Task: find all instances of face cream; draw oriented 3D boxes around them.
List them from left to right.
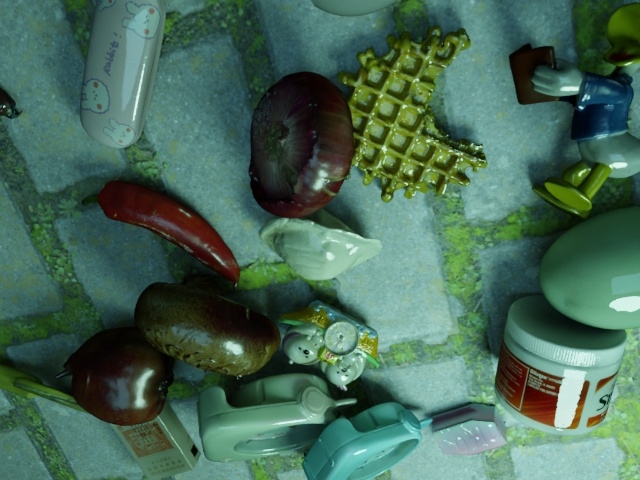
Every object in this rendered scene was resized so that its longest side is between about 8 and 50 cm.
[{"bbox_3d":[0.440,0.228,0.952,0.201,0.201,0.187,4,112,6],"label":"face cream"}]

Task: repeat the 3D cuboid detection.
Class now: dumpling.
[{"bbox_3d":[-0.004,-0.001,0.952,0.215,0.126,0.166,33,157,9],"label":"dumpling"}]

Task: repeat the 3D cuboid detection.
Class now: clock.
[{"bbox_3d":[-0.091,0.372,1.079,0.324,0.109,0.265,-5,145,-14],"label":"clock"},{"bbox_3d":[0.016,0.213,1.047,0.231,0.103,0.144,29,88,-3],"label":"clock"},{"bbox_3d":[0.107,0.434,1.090,0.274,0.094,0.224,-6,138,-34],"label":"clock"}]

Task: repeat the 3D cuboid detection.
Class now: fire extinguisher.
[{"bbox_3d":[-0.646,-0.290,0.987,0.158,0.043,0.064,44,141,-10],"label":"fire extinguisher"}]

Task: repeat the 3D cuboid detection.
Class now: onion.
[{"bbox_3d":[-0.033,-0.157,0.871,0.248,0.161,0.248,3,94,37],"label":"onion"}]

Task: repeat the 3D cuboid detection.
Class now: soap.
[{"bbox_3d":[0.331,0.418,1.124,0.149,0.056,0.100,-24,109,17],"label":"soap"}]

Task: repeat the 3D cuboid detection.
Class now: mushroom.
[{"bbox_3d":[-0.220,0.168,0.994,0.297,0.278,0.163,33,85,-43],"label":"mushroom"}]

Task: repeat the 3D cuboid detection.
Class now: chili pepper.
[{"bbox_3d":[-0.317,-0.026,1.024,0.368,0.092,0.137,30,128,-1],"label":"chili pepper"}]

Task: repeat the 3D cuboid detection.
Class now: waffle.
[{"bbox_3d":[0.152,-0.208,0.892,0.259,0.069,0.293,-14,108,13],"label":"waffle"}]

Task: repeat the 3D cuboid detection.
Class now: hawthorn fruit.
[{"bbox_3d":[-0.447,0.289,1.101,0.248,0.208,0.208,7,113,-4],"label":"hawthorn fruit"}]

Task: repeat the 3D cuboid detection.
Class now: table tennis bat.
[{"bbox_3d":[-0.652,0.353,1.200,0.368,0.054,0.224,11,153,17],"label":"table tennis bat"}]

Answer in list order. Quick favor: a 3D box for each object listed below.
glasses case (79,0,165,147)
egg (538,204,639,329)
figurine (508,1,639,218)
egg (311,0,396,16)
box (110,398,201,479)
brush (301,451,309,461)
[{"bbox_3d":[-0.358,-0.312,0.918,0.113,0.075,0.297,21,112,1],"label":"glasses case"},{"bbox_3d":[0.521,0.046,0.867,0.282,0.203,0.203,-14,109,14],"label":"egg"},{"bbox_3d":[0.437,-0.240,0.814,0.283,0.204,0.338,39,100,0],"label":"figurine"},{"bbox_3d":[0.075,-0.438,0.753,0.231,0.176,0.176,-27,106,9],"label":"egg"},{"bbox_3d":[-0.404,0.487,1.255,0.141,0.058,0.201,-19,107,15],"label":"box"},{"bbox_3d":[0.039,0.489,1.211,0.178,0.030,0.033,-26,99,6],"label":"brush"}]
